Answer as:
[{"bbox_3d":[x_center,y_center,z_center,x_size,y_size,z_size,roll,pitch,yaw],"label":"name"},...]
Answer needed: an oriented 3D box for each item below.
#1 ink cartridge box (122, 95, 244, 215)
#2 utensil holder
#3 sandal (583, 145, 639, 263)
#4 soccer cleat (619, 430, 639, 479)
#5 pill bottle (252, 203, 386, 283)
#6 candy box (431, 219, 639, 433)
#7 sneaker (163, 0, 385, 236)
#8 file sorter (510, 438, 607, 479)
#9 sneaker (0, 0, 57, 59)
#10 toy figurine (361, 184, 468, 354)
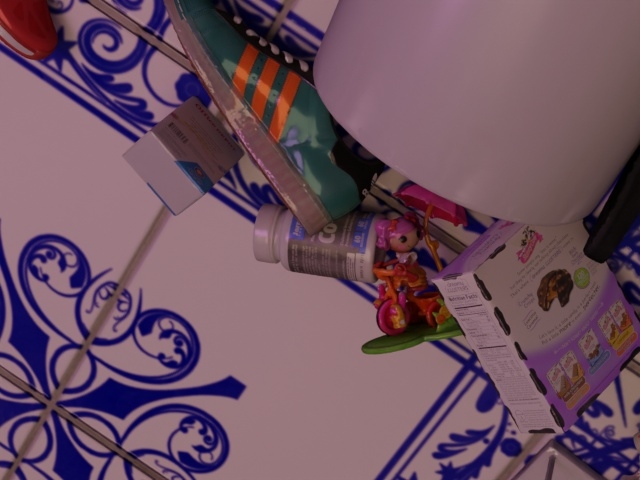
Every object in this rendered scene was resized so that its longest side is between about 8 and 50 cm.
[{"bbox_3d":[-0.146,-0.093,1.502,0.052,0.122,0.088,-36,98,30],"label":"ink cartridge box"},{"bbox_3d":[0.201,-0.254,1.219,0.327,0.327,0.385,30,120,3],"label":"utensil holder"},{"bbox_3d":[0.358,-0.092,1.247,0.107,0.167,0.446,34,147,6],"label":"sandal"},{"bbox_3d":[0.383,0.210,1.506,0.076,0.068,0.196,20,119,11],"label":"soccer cleat"},{"bbox_3d":[0.000,0.000,1.522,0.137,0.078,0.078,8,114,13],"label":"pill bottle"},{"bbox_3d":[0.230,0.072,1.432,0.070,0.165,0.196,-14,111,56],"label":"candy box"},{"bbox_3d":[-0.049,-0.158,1.465,0.121,0.108,0.302,-34,90,-2],"label":"sneaker"},{"bbox_3d":[0.299,0.406,1.554,0.277,0.173,0.193,38,117,-1],"label":"file sorter"},{"bbox_3d":[-0.319,-0.310,1.481,0.128,0.087,0.221,-24,105,26],"label":"sneaker"},{"bbox_3d":[0.103,0.021,1.472,0.130,0.173,0.159,-1,104,62],"label":"toy figurine"}]
